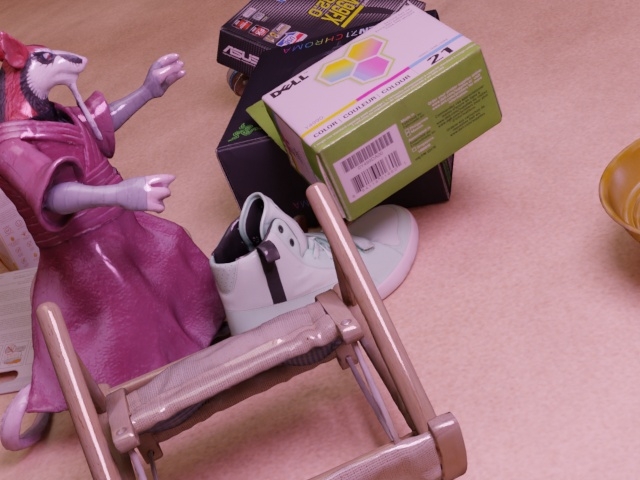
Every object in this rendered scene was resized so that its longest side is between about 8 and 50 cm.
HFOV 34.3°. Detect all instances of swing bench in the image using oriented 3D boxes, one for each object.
[{"bbox_3d":[-0.052,0.135,0.802,0.253,0.165,0.255,-23,54,-6],"label":"swing bench"}]

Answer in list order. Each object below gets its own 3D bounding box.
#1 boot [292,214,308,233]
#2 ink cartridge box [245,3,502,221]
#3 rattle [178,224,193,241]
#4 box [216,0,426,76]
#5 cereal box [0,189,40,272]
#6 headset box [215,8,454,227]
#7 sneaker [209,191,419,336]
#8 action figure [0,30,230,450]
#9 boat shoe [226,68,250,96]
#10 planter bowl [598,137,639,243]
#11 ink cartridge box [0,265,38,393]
[{"bbox_3d":[-0.060,0.017,1.138,0.087,0.042,0.118,-14,30,15],"label":"boot"},{"bbox_3d":[0.031,-0.159,1.061,0.188,0.097,0.255,-33,42,-8],"label":"ink cartridge box"},{"bbox_3d":[-0.202,-0.007,1.174,0.130,0.143,0.199,-10,19,-20],"label":"rattle"},{"bbox_3d":[0.006,-0.306,1.515,0.216,0.060,0.270,24,45,13],"label":"box"},{"bbox_3d":[-0.429,-0.070,1.309,0.047,0.240,0.173,-32,31,-20],"label":"cereal box"},{"bbox_3d":[0.030,-0.139,1.248,0.246,0.131,0.283,-10,32,18],"label":"headset box"},{"bbox_3d":[0.000,0.000,1.017,0.094,0.151,0.256,8,39,43],"label":"sneaker"},{"bbox_3d":[-0.234,-0.029,0.993,0.275,0.370,0.248,-23,17,13],"label":"action figure"},{"bbox_3d":[-0.044,-0.247,1.552,0.183,0.066,0.066,-21,49,-11],"label":"boat shoe"},{"bbox_3d":[0.358,-0.024,0.896,0.217,0.090,0.217,-16,30,9],"label":"planter bowl"},{"bbox_3d":[-0.342,0.109,1.181,0.145,0.045,0.179,-11,49,15],"label":"ink cartridge box"}]
